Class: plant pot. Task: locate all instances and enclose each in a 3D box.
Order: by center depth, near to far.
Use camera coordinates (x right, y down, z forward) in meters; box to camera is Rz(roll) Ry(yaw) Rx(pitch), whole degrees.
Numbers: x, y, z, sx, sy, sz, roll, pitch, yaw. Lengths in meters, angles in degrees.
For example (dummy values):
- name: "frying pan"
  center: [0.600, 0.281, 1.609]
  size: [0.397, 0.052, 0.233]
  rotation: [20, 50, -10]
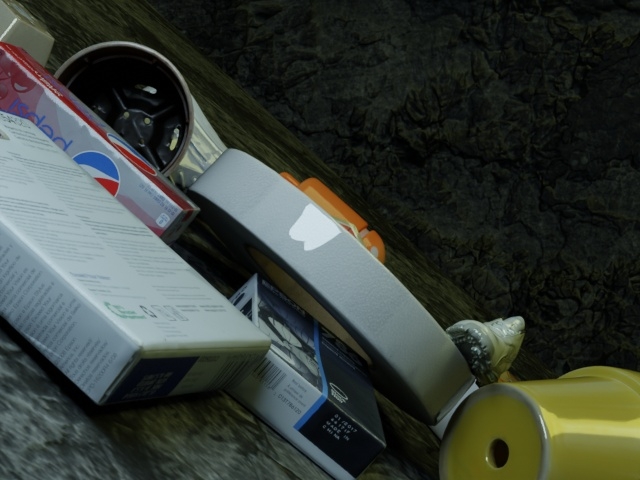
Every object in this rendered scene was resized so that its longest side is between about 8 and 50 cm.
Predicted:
- name: "plant pot"
  center: [-0.362, -0.218, 1.704]
  size: [0.109, 0.096, 0.109]
  rotation: [45, 9, 27]
- name: "plant pot"
  center: [0.272, 0.254, 1.715]
  size: [0.239, 0.254, 0.254]
  rotation: [16, 22, -38]
- name: "plant pot"
  center: [-0.219, -0.133, 1.741]
  size: [0.167, 0.167, 0.165]
  rotation: [41, 0, -1]

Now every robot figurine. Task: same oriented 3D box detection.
- name: "robot figurine"
  center: [0.001, -0.001, 2.157]
  size: [0.219, 0.128, 0.158]
  rotation: [42, -25, 7]

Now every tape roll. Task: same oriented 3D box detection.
- name: "tape roll"
  center: [0.010, 0.054, 1.743]
  size: [0.392, 0.072, 0.392]
  rotation: [42, -9, 8]

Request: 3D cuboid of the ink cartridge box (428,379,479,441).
- name: "ink cartridge box"
  center: [0.220, 0.253, 1.959]
  size: [0.092, 0.090, 0.143]
  rotation: [33, 11, -49]

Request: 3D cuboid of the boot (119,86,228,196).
- name: "boot"
  center: [-0.167, -0.075, 1.923]
  size: [0.258, 0.095, 0.123]
  rotation: [51, 49, 5]

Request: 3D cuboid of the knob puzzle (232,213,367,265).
- name: "knob puzzle"
  center: [0.002, 0.021, 2.020]
  size: [0.213, 0.030, 0.213]
  rotation: [20, 44, -20]

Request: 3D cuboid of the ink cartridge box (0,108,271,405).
- name: "ink cartridge box"
  center: [-0.219, 0.003, 1.280]
  size: [0.330, 0.071, 0.324]
  rotation: [40, 8, 14]

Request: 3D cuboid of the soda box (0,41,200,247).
- name: "soda box"
  center: [-0.250, -0.087, 1.563]
  size: [0.263, 0.083, 0.092]
  rotation: [41, 7, 5]

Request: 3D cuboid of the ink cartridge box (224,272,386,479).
- name: "ink cartridge box"
  center: [-0.023, 0.126, 1.580]
  size: [0.165, 0.065, 0.333]
  rotation: [39, 7, -11]

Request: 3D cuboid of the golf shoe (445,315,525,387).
- name: "golf shoe"
  center: [0.186, 0.106, 1.693]
  size: [0.069, 0.086, 0.176]
  rotation: [44, -7, 16]

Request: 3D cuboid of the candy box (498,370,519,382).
- name: "candy box"
  center: [0.340, 0.321, 2.180]
  size: [0.316, 0.087, 0.183]
  rotation: [42, 8, 8]
